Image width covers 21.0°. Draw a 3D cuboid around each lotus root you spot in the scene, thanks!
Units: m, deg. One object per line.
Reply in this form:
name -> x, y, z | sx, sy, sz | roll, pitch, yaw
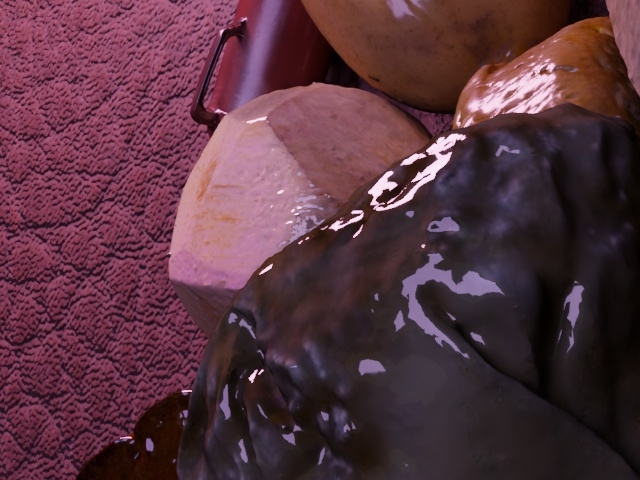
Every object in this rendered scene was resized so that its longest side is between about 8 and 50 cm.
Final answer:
lotus root -> 0.096, -0.180, 1.287 | 0.183, 0.183, 0.310 | -47, 60, 20

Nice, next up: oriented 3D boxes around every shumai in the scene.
shumai -> 0.109, 0.130, 0.818 | 0.288, 0.292, 0.330 | -112, 35, -49

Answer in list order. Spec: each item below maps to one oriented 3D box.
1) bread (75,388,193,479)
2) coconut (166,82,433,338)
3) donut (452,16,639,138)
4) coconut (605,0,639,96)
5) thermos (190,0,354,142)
bread -> -0.060, 0.219, 1.248 | 0.232, 0.135, 0.246 | 43, 124, 5
coconut -> 0.000, 0.000, 1.284 | 0.237, 0.197, 0.237 | -19, 62, 42
donut -> 0.180, -0.031, 1.070 | 0.128, 0.208, 0.261 | -38, 19, 28
coconut -> 0.311, -0.199, 0.965 | 0.346, 0.360, 0.346 | -1, 61, 3
thermos -> -0.044, -0.140, 1.440 | 0.099, 0.124, 0.232 | 25, 99, 49
